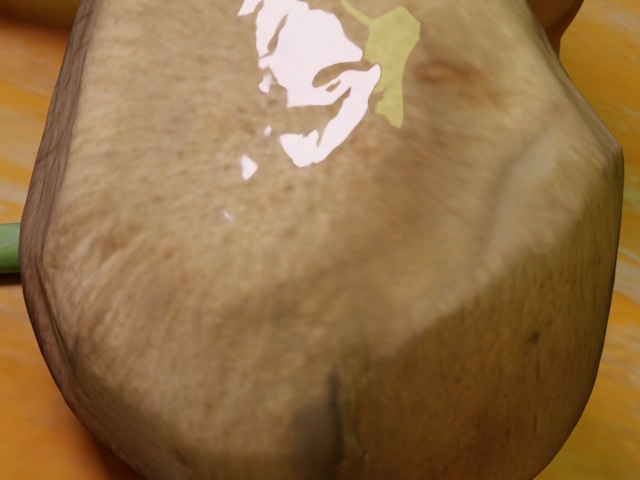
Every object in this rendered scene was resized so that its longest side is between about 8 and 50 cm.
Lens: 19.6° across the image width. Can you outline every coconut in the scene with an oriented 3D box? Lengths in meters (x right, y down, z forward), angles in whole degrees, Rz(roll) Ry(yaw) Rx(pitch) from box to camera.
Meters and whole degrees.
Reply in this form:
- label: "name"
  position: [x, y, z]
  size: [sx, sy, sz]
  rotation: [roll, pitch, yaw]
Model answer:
- label: "coconut"
  position: [0.000, 0.000, 0.603]
  size: [0.224, 0.224, 0.224]
  rotation: [17, 31, -10]

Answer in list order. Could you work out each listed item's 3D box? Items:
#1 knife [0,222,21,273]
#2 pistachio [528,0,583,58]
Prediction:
- label: "knife"
  position: [-0.126, -0.001, 0.689]
  size: [0.212, 0.015, 0.054]
  rotation: [-3, 32, -35]
- label: "pistachio"
  position: [0.015, -0.154, 0.818]
  size: [0.229, 0.238, 0.321]
  rotation: [-21, 18, 11]
